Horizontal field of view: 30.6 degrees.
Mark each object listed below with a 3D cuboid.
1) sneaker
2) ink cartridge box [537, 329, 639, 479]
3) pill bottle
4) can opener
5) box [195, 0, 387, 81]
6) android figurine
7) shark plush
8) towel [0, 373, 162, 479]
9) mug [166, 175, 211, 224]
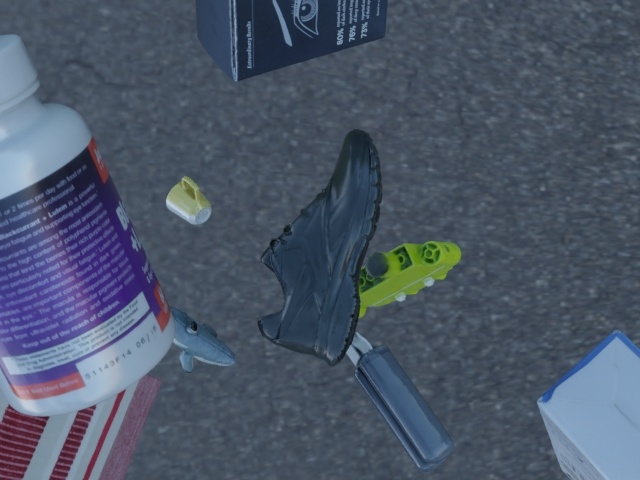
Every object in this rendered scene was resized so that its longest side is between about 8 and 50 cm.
[{"bbox_3d":[0.000,0.000,1.398,0.130,0.109,0.286,12,80,6],"label":"sneaker"},{"bbox_3d":[0.444,0.320,1.552,0.151,0.395,0.270,-38,59,-5],"label":"ink cartridge box"},{"bbox_3d":[-0.163,-0.009,0.648,0.108,0.108,0.193,-1,120,38],"label":"pill bottle"},{"bbox_3d":[0.054,0.182,1.512,0.283,0.095,0.076,55,158,20],"label":"can opener"},{"bbox_3d":[-0.033,-0.294,1.335,0.108,0.207,0.153,52,151,39],"label":"box"},{"bbox_3d":[0.126,0.066,2.018,0.248,0.273,0.056,-30,72,24],"label":"android figurine"},{"bbox_3d":[-0.184,0.117,1.647,0.067,0.073,0.161,1,128,55],"label":"shark plush"},{"bbox_3d":[-0.326,0.240,1.435,0.037,0.329,0.237,14,76,26],"label":"towel"},{"bbox_3d":[-0.220,-0.062,1.966,0.062,0.078,0.064,-47,59,-4],"label":"mug"}]
